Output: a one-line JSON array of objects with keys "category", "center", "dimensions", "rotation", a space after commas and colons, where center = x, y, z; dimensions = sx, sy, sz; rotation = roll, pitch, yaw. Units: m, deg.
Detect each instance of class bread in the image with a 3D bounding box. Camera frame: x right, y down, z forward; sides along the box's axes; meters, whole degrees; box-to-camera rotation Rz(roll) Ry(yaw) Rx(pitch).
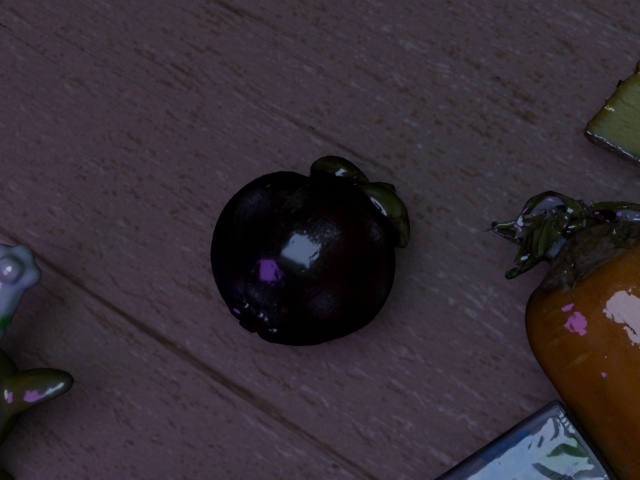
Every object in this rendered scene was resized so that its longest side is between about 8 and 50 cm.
[{"category": "bread", "center": [0.327, -0.128, 1.760], "dimensions": [0.084, 0.080, 0.109], "rotation": [34, 90, 11]}]

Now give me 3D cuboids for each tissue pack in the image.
[{"category": "tissue pack", "center": [0.174, 0.274, 1.684], "dimensions": [0.229, 0.159, 0.145], "rotation": [-34, 84, 3]}]

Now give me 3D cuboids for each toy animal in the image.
[{"category": "toy animal", "center": [-0.380, 0.184, 1.797], "dimensions": [0.363, 0.180, 0.181], "rotation": [-43, 83, -6]}]

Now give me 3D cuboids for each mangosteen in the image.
[{"category": "mangosteen", "center": [0.000, 0.000, 1.754], "dimensions": [0.194, 0.194, 0.230], "rotation": [36, 63, 14]}]

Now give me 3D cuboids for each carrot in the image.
[{"category": "carrot", "center": [0.305, 0.083, 1.659], "dimensions": [0.214, 0.193, 0.331], "rotation": [-36, 87, -26]}]
